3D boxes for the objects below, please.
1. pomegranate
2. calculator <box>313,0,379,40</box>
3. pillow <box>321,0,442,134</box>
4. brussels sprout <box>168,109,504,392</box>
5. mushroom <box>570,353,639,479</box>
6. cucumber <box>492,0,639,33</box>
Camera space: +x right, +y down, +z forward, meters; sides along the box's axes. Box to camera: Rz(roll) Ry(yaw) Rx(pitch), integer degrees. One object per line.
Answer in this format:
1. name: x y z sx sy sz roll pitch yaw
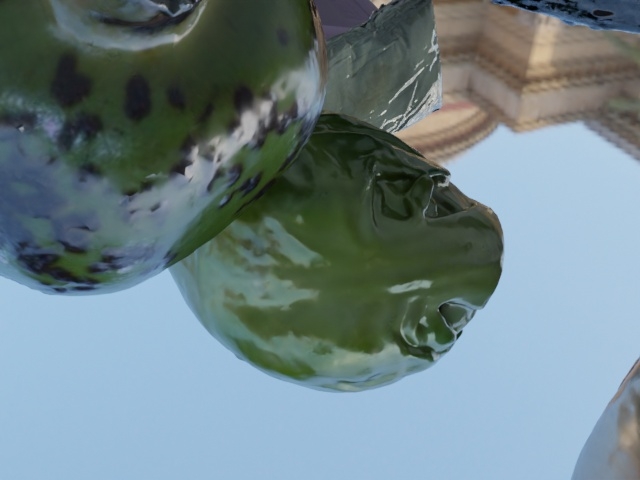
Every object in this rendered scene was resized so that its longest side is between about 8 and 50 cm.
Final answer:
1. pomegranate: -0.115 -0.097 0.516 0.254 0.254 0.270 -13 -177 -30
2. calculator: -0.023 -0.292 1.435 0.294 0.043 0.194 -8 -135 -38
3. pillow: 0.043 -0.165 1.214 0.229 0.148 0.050 -31 -154 -27
4. brussels sprout: 0.000 0.000 0.713 0.223 0.161 0.223 26 -170 -5
5. mushroom: 0.322 0.134 0.812 0.362 0.362 0.294 -14 -136 -31
6. cucumber: 0.139 -0.189 0.742 0.303 0.072 0.081 23 -121 16
